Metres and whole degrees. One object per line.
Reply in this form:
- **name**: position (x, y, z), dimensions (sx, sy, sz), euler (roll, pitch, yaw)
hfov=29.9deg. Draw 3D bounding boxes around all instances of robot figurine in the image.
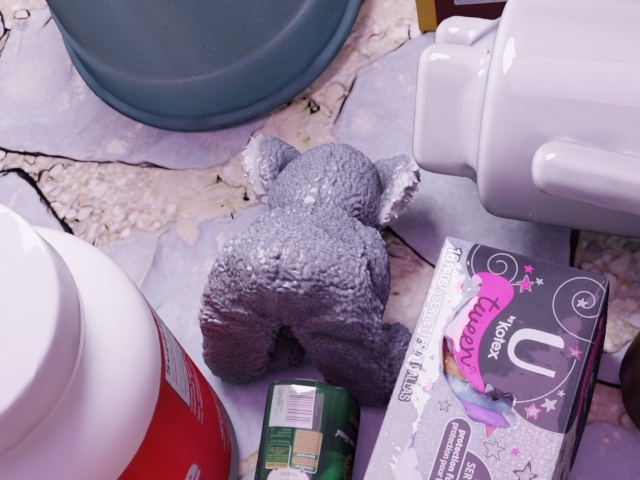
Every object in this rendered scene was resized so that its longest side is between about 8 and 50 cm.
- **robot figurine**: position (0.259, -0.104, 1.009), dimensions (0.353, 0.200, 0.300), euler (10, 34, 14)

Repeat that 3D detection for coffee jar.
- **coffee jar**: position (-0.017, 0.216, 1.005), dimensions (0.079, 0.096, 0.184), euler (4, 67, 14)

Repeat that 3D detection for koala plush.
- **koala plush**: position (0.000, 0.000, 1.063), dimensions (0.196, 0.203, 0.221), euler (9, 56, 12)

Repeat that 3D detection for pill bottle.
- **pill bottle**: position (-0.210, 0.130, 0.902), dimensions (0.229, 0.408, 0.229), euler (-4, 65, 8)

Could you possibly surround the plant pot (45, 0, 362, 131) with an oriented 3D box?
- **plant pot**: position (-0.152, -0.318, 1.109), dimensions (0.341, 0.334, 0.341), euler (-3, 74, 11)

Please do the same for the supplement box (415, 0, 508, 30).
- **supplement box**: position (0.190, -0.330, 1.202), dimensions (0.194, 0.129, 0.191), euler (-2, 65, 8)

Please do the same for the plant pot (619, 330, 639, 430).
- **plant pot**: position (0.323, 0.094, 0.955), dimensions (0.167, 0.165, 0.167), euler (3, 66, -6)

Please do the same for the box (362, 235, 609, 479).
- **box**: position (0.137, 0.150, 0.972), dimensions (0.142, 0.163, 0.247), euler (14, 69, 17)
